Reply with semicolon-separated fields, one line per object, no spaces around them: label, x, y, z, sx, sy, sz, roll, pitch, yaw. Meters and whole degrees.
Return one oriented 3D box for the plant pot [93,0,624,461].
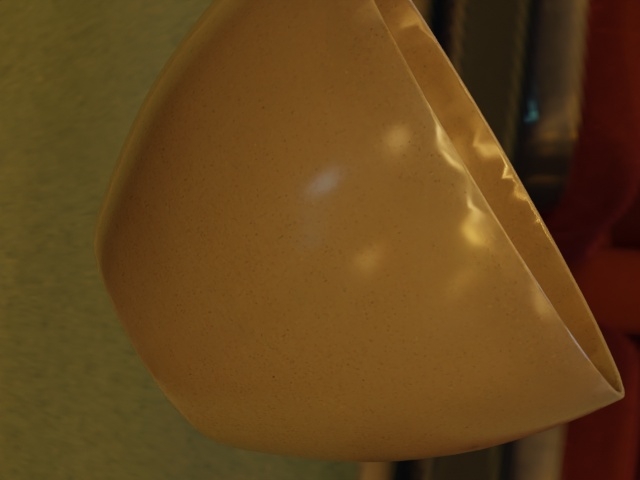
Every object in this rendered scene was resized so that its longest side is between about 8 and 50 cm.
plant pot;0.000;0.000;0.974;0.191;0.284;0.284;-30;101;10
